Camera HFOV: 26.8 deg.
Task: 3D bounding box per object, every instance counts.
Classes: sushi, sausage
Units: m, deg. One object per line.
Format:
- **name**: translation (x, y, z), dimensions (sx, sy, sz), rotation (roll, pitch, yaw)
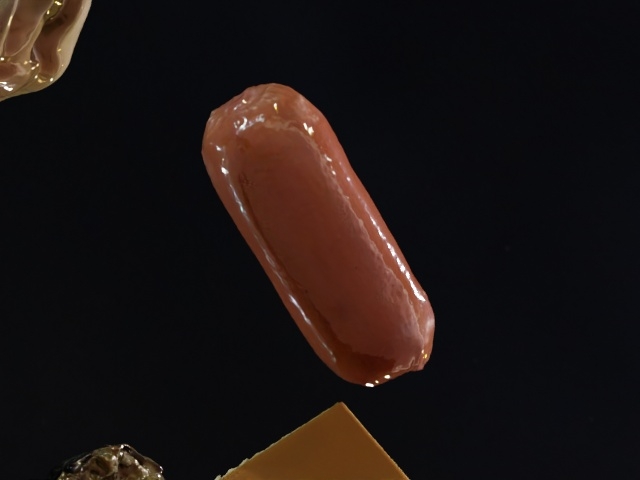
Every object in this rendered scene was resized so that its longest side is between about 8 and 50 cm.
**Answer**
- **sushi**: translation (-0.272, 0.297, 1.449), dimensions (0.147, 0.212, 0.115), rotation (53, -33, 2)
- **sausage**: translation (0.000, 0.000, 0.777), dimensions (0.077, 0.077, 0.194), rotation (-28, -80, 9)

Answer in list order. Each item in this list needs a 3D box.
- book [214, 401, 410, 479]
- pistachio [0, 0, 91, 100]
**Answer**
- **book**: translation (0.031, 0.288, 0.712), dimensions (0.263, 0.374, 0.028), rotation (-29, -22, -32)
- **pistachio**: translation (-0.412, -0.284, 1.328), dimensions (0.281, 0.446, 0.365), rotation (-7, -68, -56)
